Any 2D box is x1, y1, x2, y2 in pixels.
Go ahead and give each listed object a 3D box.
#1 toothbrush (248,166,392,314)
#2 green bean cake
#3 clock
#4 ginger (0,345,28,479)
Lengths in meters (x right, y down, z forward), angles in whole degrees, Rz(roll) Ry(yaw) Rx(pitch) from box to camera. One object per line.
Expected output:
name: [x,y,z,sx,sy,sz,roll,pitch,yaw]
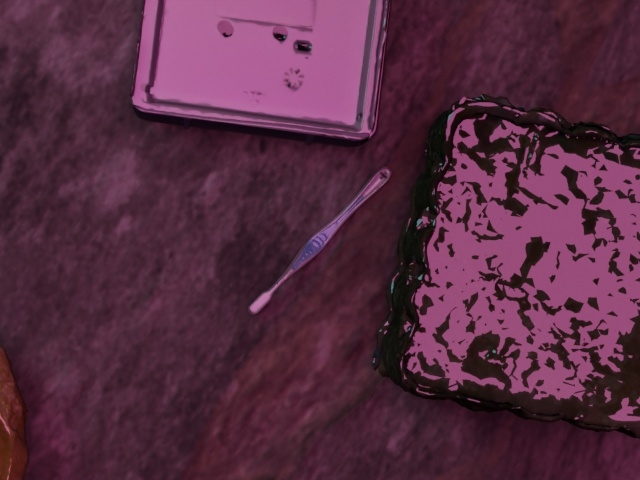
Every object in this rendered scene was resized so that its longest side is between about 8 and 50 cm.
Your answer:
toothbrush: [0.000,0.000,1.562,0.162,0.017,0.014,-45,97,-6]
green bean cake: [0.186,0.022,1.523,0.255,0.132,0.241,10,86,-7]
clock: [-0.046,-0.152,1.538,0.193,0.073,0.145,8,86,-5]
ginger: [-0.265,0.294,1.469,0.348,0.122,0.363,39,77,4]
